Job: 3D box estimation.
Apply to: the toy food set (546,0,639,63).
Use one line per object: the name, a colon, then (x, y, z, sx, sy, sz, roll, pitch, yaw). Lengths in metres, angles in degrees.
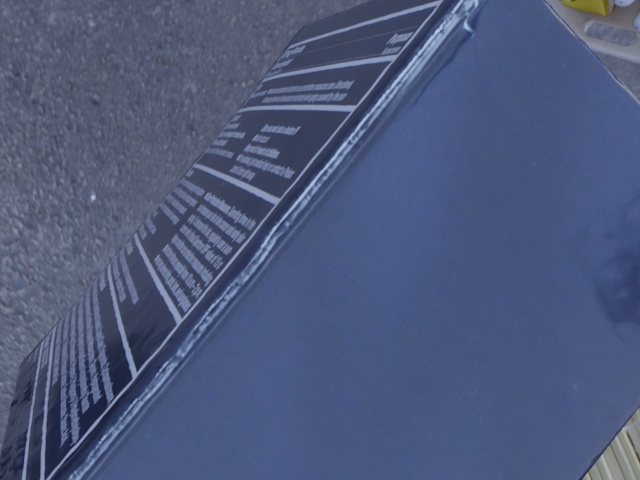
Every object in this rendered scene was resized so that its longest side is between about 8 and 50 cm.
toy food set: (0.315, -0.340, 1.096, 0.219, 0.306, 0.092, 29, 71, 40)

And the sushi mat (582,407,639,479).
sushi mat: (0.133, 0.174, 0.480, 0.151, 0.019, 0.317, -20, 45, 9)

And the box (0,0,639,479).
box: (0.000, 0.041, 0.479, 0.182, 0.296, 0.294, 39, 87, -17)
